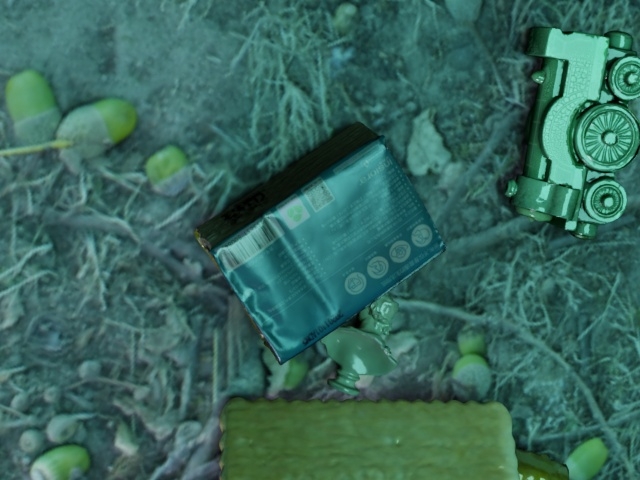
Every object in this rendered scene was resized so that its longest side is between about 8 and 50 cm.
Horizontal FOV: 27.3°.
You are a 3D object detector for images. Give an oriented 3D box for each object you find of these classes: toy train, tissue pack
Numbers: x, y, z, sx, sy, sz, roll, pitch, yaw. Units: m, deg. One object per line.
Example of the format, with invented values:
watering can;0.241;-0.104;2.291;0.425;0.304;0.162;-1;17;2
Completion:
toy train;0.216;-0.091;1.110;0.104;0.071;0.178;8;97;-11
tissue pack;0.000;0.000;1.052;0.169;0.082;0.120;-35;110;-8

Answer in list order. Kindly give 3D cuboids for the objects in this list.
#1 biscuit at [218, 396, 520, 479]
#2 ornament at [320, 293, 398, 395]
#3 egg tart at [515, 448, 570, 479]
biscuit;0.042;0.204;1.073;0.249;0.030;0.160;1;59;-8
ornament;0.035;0.085;1.104;0.092;0.041;0.068;-41;88;6
egg tart;0.154;0.354;1.127;0.341;0.132;0.341;1;86;-16
